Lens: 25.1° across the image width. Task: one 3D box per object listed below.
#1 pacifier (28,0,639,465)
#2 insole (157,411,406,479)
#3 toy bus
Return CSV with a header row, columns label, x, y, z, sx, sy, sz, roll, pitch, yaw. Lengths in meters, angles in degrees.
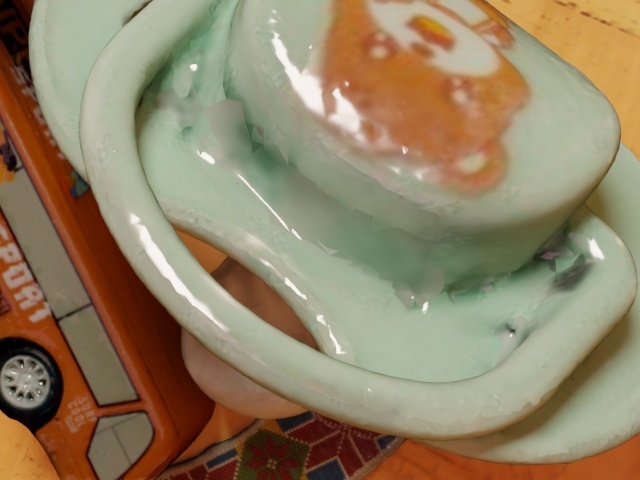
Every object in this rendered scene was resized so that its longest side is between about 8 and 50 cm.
label,x,y,z,sx,sy,sz,roll,pitch,yaw
pacifier,0.000,0.000,0.682,0.343,0.288,0.269,38,134,10
insole,-0.028,0.126,0.817,0.193,0.006,0.065,-28,91,18
toy bus,-0.182,-0.048,0.784,0.092,0.093,0.408,-25,94,15
